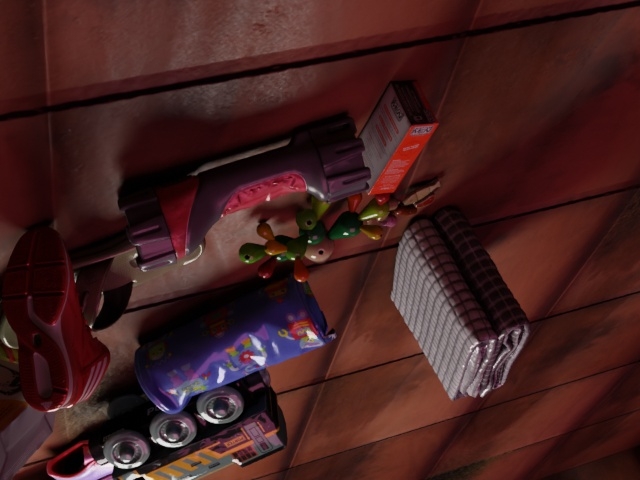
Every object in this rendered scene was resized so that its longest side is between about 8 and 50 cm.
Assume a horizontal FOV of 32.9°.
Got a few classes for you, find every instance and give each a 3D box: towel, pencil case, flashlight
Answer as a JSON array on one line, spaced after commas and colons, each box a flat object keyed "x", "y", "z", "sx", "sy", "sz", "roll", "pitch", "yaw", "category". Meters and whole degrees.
[{"x": 0.224, "y": 0.108, "z": 1.728, "sx": 0.121, "sy": 0.235, "sz": 0.283, "roll": -24, "pitch": 154, "yaw": -12, "category": "towel"}, {"x": -0.130, "y": 0.159, "z": 1.663, "sx": 0.306, "sy": 0.119, "sz": 0.133, "roll": -26, "pitch": 131, "yaw": 8, "category": "pencil case"}, {"x": -0.090, "y": -0.051, "z": 1.327, "sx": 0.304, "sy": 0.103, "sz": 0.103, "roll": -17, "pitch": 152, "yaw": -11, "category": "flashlight"}]

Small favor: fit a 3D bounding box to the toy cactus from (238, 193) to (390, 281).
[{"x": 0.000, "y": 0.000, "z": 1.515, "sx": 0.219, "sy": 0.112, "sz": 0.180, "roll": -30, "pitch": 164, "yaw": -4, "category": "toy cactus"}]

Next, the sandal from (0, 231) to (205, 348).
[{"x": -0.286, "y": 0.066, "z": 1.406, "sx": 0.303, "sy": 0.086, "sz": 0.120, "roll": -26, "pitch": 153, "yaw": 6, "category": "sandal"}]

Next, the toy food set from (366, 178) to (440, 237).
[{"x": 0.118, "y": -0.050, "z": 1.591, "sx": 0.122, "sy": 0.019, "sz": 0.078, "roll": -27, "pitch": 155, "yaw": -9, "category": "toy food set"}]

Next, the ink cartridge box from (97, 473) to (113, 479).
[{"x": -0.423, "y": 0.472, "z": 2.071, "sx": 0.296, "sy": 0.066, "sz": 0.261, "roll": -22, "pitch": -179, "yaw": -3, "category": "ink cartridge box"}]

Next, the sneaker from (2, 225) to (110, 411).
[{"x": -0.322, "y": 0.097, "z": 1.336, "sx": 0.087, "sy": 0.221, "sz": 0.128, "roll": -3, "pitch": 174, "yaw": 13, "category": "sneaker"}]

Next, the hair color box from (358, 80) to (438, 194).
[{"x": 0.090, "y": -0.127, "z": 1.362, "sx": 0.043, "sy": 0.072, "sz": 0.141, "roll": -7, "pitch": 150, "yaw": -27, "category": "hair color box"}]

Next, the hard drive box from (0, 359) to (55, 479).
[{"x": -0.461, "y": 0.207, "z": 1.311, "sx": 0.232, "sy": 0.181, "sz": 0.089, "roll": 12, "pitch": 107, "yaw": 5, "category": "hard drive box"}]

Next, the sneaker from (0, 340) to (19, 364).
[{"x": -0.421, "y": 0.164, "z": 1.508, "sx": 0.094, "sy": 0.081, "sz": 0.208, "roll": -32, "pitch": 160, "yaw": 1, "category": "sneaker"}]

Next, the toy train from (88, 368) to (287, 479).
[{"x": -0.215, "y": 0.319, "z": 1.814, "sx": 0.334, "sy": 0.142, "sz": 0.190, "roll": -26, "pitch": 120, "yaw": 8, "category": "toy train"}]

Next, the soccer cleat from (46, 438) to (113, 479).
[{"x": -0.364, "y": 0.368, "z": 1.914, "sx": 0.248, "sy": 0.083, "sz": 0.095, "roll": -25, "pitch": 159, "yaw": 12, "category": "soccer cleat"}]
